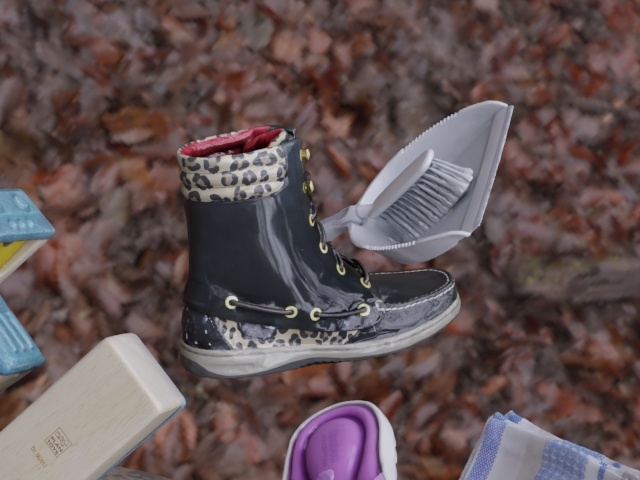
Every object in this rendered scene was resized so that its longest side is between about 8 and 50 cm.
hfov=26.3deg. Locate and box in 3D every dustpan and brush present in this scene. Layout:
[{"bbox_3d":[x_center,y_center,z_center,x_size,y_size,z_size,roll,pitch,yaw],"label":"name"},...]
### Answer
[{"bbox_3d":[0.051,-0.024,1.067,0.060,0.211,0.147,34,48,-15],"label":"dustpan and brush"}]

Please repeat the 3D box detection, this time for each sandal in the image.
[{"bbox_3d":[0.005,0.267,1.329,0.102,0.169,0.416,60,6,-22],"label":"sandal"}]

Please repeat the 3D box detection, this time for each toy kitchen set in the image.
[{"bbox_3d":[-0.167,0.048,0.841,0.207,0.122,0.166,52,14,9],"label":"toy kitchen set"}]

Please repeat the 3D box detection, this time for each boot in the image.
[{"bbox_3d":[0.000,0.001,1.048,0.236,0.085,0.179,-10,110,-21],"label":"boot"}]

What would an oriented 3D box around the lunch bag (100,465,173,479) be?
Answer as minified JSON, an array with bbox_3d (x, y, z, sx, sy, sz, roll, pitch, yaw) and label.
[{"bbox_3d":[-0.264,0.301,1.059,0.305,0.212,0.256,13,87,-69],"label":"lunch bag"}]

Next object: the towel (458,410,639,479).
[{"bbox_3d":[0.160,0.244,0.965,0.034,0.285,0.209,29,84,-26],"label":"towel"}]
